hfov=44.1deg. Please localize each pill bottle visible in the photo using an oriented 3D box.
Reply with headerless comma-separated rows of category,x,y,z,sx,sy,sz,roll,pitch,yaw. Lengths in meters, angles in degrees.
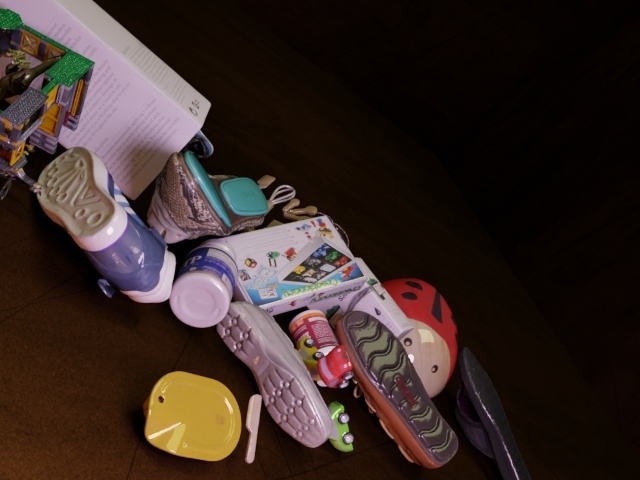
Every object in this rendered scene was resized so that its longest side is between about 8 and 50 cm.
pill bottle,-0.004,0.228,1.678,0.086,0.086,0.152,25,29,-46
pill bottle,-0.215,0.073,1.510,0.112,0.112,0.187,41,20,-15

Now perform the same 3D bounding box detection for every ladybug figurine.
ladybug figurine,0.245,0.229,2.066,0.305,0.162,0.449,42,20,-11

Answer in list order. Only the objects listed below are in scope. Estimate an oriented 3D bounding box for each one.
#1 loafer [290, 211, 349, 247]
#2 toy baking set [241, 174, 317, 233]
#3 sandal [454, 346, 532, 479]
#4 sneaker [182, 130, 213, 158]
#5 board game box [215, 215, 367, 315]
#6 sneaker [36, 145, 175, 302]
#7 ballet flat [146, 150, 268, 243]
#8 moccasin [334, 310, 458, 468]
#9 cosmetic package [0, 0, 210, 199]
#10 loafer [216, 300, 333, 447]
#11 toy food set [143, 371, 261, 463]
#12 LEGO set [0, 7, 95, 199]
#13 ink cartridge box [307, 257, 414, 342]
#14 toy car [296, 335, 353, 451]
loafer,0.000,0.000,2.049,0.134,0.130,0.366,51,21,9
toy baking set,-0.124,-0.073,1.928,0.196,0.030,0.256,-18,41,-26
sandal,0.421,0.491,2.026,0.167,0.107,0.446,22,45,-61
sneaker,-0.334,-0.267,1.986,0.152,0.058,0.084,50,11,-10
board game box,-0.069,0.055,1.730,0.305,0.053,0.193,-13,58,-35
sneaker,-0.366,-0.011,1.402,0.323,0.130,0.236,43,-11,47
ballet flat,-0.244,-0.062,1.596,0.164,0.182,0.483,62,9,6
moccasin,0.149,0.324,1.721,0.139,0.147,0.380,-40,95,-36
cosmetic package,-0.469,-0.322,1.578,0.453,0.230,0.161,41,20,-18
loafer,-0.072,0.240,1.486,0.111,0.112,0.319,-4,53,-54
toy food set,-0.197,0.284,1.236,0.218,0.071,0.128,26,52,-40
LEGO set,-0.553,-0.228,1.369,0.255,0.192,0.331,22,41,-11
ink cartridge box,0.086,0.171,1.860,0.219,0.160,0.092,52,20,16
toy car,0.012,0.303,1.518,0.239,0.053,0.225,178,-102,-70
